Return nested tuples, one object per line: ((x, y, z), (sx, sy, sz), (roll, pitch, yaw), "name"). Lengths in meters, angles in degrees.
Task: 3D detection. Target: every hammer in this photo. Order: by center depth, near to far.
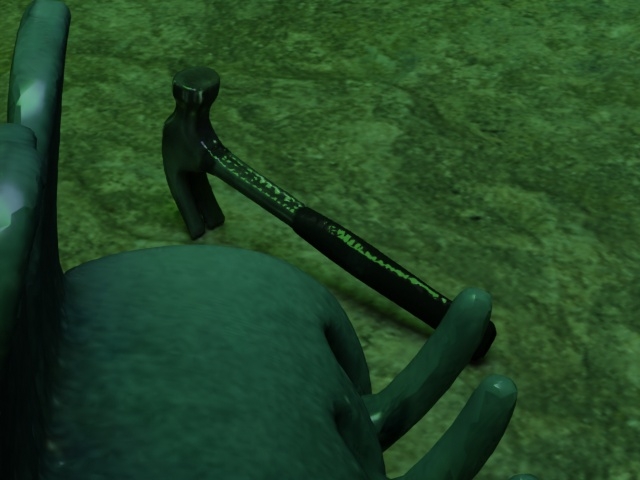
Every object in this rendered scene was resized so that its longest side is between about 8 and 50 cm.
((0.000, 0.000, 0.968), (0.246, 0.103, 0.029), (36, 46, 25), "hammer")

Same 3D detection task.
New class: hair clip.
((-0.062, 0.114, 0.610), (0.238, 0.392, 0.318), (20, 27, -15), "hair clip")
